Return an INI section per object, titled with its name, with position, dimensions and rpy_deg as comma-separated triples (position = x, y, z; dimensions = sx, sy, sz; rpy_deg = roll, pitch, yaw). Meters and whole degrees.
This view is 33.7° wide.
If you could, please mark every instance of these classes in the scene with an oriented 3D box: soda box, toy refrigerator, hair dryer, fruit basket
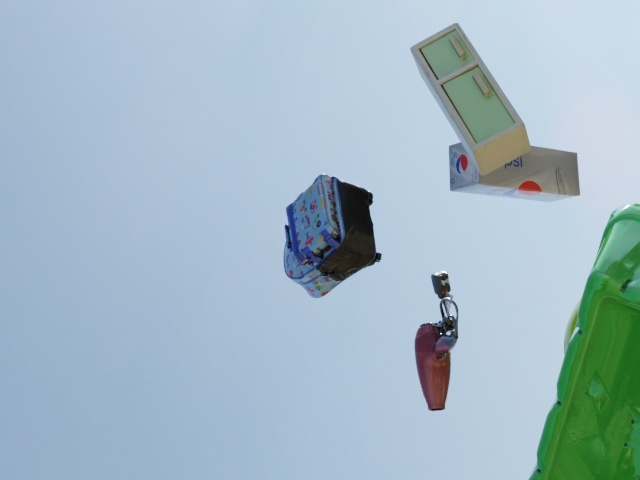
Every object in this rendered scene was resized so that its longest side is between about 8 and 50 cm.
[soda box]
position = 0.398, -0.141, 2.155
dimensions = 0.286, 0.091, 0.098
rpy_deg = 5, -100, -33
[toy refrigerator]
position = 0.266, -0.259, 1.892
dimensions = 0.102, 0.269, 0.094
rpy_deg = -28, -33, 5
[hair dryer]
position = 0.243, 0.228, 2.241
dimensions = 0.223, 0.080, 0.294
rpy_deg = -86, -5, -69
[fruit basket]
position = 0.380, 0.150, 1.170
dimensions = 0.392, 0.283, 0.392
rpy_deg = -38, -40, -42

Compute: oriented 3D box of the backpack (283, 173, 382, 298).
[backpack]
position = 0.000, 0.000, 1.680
dimensions = 0.117, 0.158, 0.173
rpy_deg = 22, -44, -32
